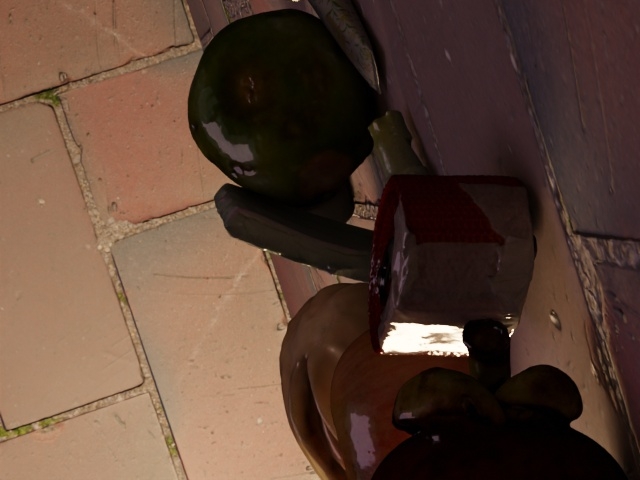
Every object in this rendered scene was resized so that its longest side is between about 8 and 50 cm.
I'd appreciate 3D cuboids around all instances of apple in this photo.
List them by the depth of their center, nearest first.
[{"bbox_3d":[0.097,0.175,1.530,0.209,0.164,0.209,-11,-90,-88],"label":"apple"}]

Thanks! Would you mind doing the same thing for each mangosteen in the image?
[{"bbox_3d":[0.126,0.186,1.154,0.215,0.215,0.257,-148,48,-79],"label":"mangosteen"}]

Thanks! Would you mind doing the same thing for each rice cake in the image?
[{"bbox_3d":[0.000,0.000,1.659,0.127,0.237,0.043,-129,58,-69],"label":"rice cake"}]

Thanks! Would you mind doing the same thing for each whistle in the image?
[{"bbox_3d":[0.088,-0.027,1.483,0.104,0.057,0.198,100,149,-75],"label":"whistle"}]

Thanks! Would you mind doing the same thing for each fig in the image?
[{"bbox_3d":[-0.022,-0.130,1.706,0.206,0.206,0.275,70,-165,14],"label":"fig"}]

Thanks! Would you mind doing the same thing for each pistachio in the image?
[{"bbox_3d":[0.065,0.200,1.795,0.193,0.214,0.318,-30,85,44],"label":"pistachio"}]

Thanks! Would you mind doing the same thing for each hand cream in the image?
[{"bbox_3d":[0.014,-0.233,1.592,0.067,0.042,0.194,83,163,-57],"label":"hand cream"}]

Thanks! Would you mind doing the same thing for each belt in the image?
[{"bbox_3d":[0.106,0.021,1.224,0.201,0.124,0.128,103,168,-68],"label":"belt"}]

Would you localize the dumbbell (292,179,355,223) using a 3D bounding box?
[{"bbox_3d":[-0.054,-0.113,1.964,0.152,0.152,0.218,-123,16,-64],"label":"dumbbell"}]
